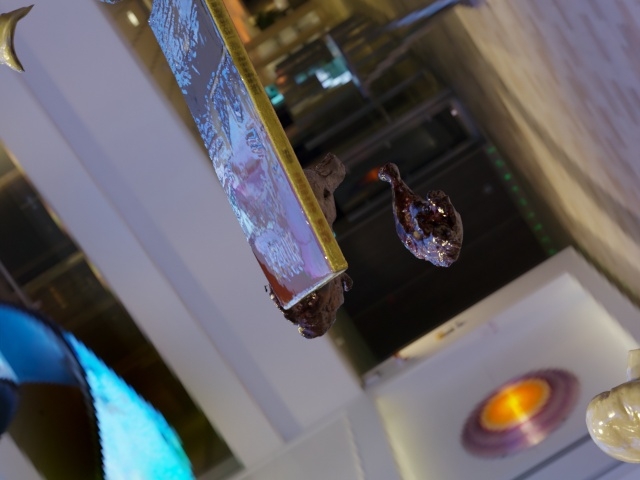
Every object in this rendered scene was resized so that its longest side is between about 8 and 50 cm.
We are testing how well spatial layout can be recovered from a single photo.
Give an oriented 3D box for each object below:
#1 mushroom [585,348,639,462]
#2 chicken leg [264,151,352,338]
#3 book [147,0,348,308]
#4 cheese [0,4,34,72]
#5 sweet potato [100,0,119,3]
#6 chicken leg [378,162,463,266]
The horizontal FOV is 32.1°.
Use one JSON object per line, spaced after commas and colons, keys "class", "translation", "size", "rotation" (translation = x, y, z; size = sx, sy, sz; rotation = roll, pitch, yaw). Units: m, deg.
{"class": "mushroom", "translation": [0.363, 0.177, 1.205], "size": [0.154, 0.154, 0.122], "rotation": [40, -143, -76]}
{"class": "chicken leg", "translation": [-0.007, -0.006, 1.636], "size": [0.177, 0.083, 0.322], "rotation": [26, -128, -51]}
{"class": "book", "translation": [-0.085, -0.116, 1.140], "size": [0.374, 0.028, 0.262], "rotation": [65, 164, 5]}
{"class": "cheese", "translation": [-0.371, -0.248, 1.322], "size": [0.041, 0.084, 0.060], "rotation": [11, -167, -46]}
{"class": "sweet potato", "translation": [-0.221, -0.436, 1.262], "size": [0.158, 0.158, 0.369], "rotation": [60, 151, 29]}
{"class": "chicken leg", "translation": [0.117, -0.028, 1.286], "size": [0.219, 0.048, 0.089], "rotation": [-130, 37, -68]}
